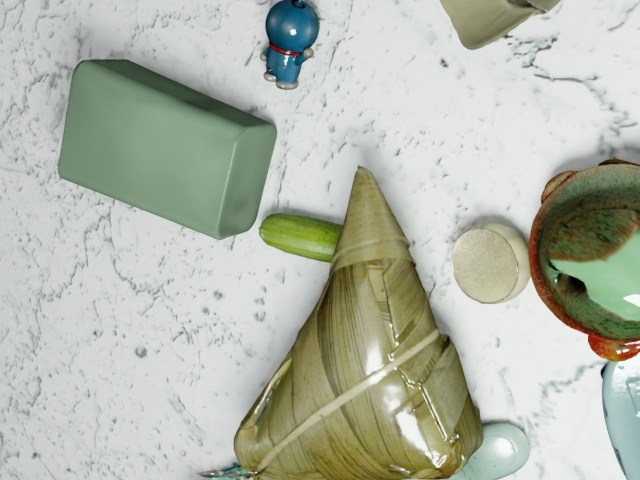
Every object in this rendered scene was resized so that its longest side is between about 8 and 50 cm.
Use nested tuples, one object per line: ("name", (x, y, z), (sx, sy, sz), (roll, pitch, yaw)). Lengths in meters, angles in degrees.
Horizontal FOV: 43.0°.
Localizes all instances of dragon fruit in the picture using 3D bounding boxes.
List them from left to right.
("dragon fruit", (0.402, 0.021, 1.068), (0.295, 0.130, 0.268), (35, 107, 30))

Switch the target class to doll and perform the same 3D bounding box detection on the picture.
("doll", (-0.050, -0.321, 1.302), (0.114, 0.085, 0.152), (34, 125, 32))

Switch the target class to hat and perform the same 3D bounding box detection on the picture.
("hat", (0.258, -0.366, 1.135), (0.166, 0.144, 0.173), (63, 165, 2))

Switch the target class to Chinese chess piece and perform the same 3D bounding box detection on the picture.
("Chinese chess piece", (0.253, 0.034, 1.204), (0.122, 0.051, 0.122), (11, 107, 41))

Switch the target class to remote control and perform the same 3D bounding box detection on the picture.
("remote control", (0.217, 0.356, 1.304), (0.256, 0.045, 0.097), (-30, 82, 33))

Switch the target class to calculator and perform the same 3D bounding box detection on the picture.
("calculator", (0.495, 0.270, 1.118), (0.185, 0.041, 0.298), (-17, 96, 26))

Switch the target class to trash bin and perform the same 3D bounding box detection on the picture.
("trash bin", (-0.269, -0.157, 1.413), (0.343, 0.158, 0.223), (25, 111, 23))

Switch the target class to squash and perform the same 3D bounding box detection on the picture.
("squash", (0.000, 0.000, 1.343), (0.239, 0.069, 0.069), (13, 106, 27))

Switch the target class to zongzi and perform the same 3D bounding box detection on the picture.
("zongzi", (-0.024, 0.176, 1.320), (0.500, 0.218, 0.467), (-22, 83, 33))

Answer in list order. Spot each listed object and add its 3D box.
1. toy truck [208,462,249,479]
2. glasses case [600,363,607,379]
("toy truck", (-0.190, 0.466, 1.485), (0.081, 0.175, 0.067), (-31, 83, 24))
("glasses case", (0.437, 0.177, 1.154), (0.083, 0.023, 0.033), (-40, 87, 27))
